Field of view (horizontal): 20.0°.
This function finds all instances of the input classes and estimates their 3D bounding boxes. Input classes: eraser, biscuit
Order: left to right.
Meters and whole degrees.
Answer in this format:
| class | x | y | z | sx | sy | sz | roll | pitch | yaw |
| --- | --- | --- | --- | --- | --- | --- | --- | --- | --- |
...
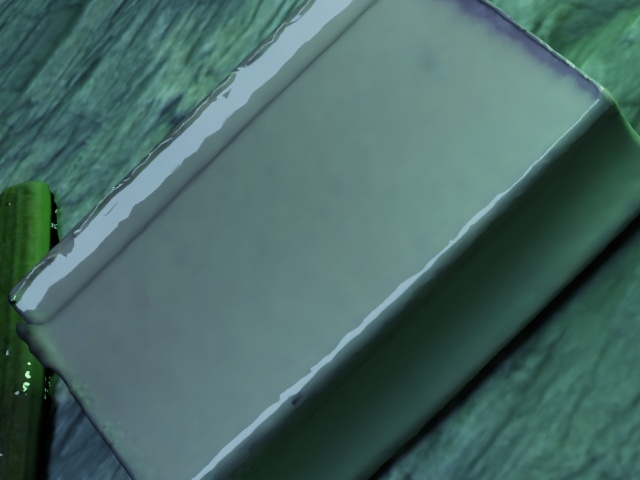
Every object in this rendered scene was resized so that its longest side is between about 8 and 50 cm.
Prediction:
| class | x | y | z | sx | sy | sz | roll | pitch | yaw |
| --- | --- | --- | --- | --- | --- | --- | --- | --- | --- |
| biscuit | -0.238 | 0.085 | 1.319 | 0.099 | 0.038 | 0.322 | -23 | 48 | 24 |
| eraser | 0.000 | 0.000 | 1.153 | 0.359 | 0.122 | 0.272 | -46 | 46 | 0 |
